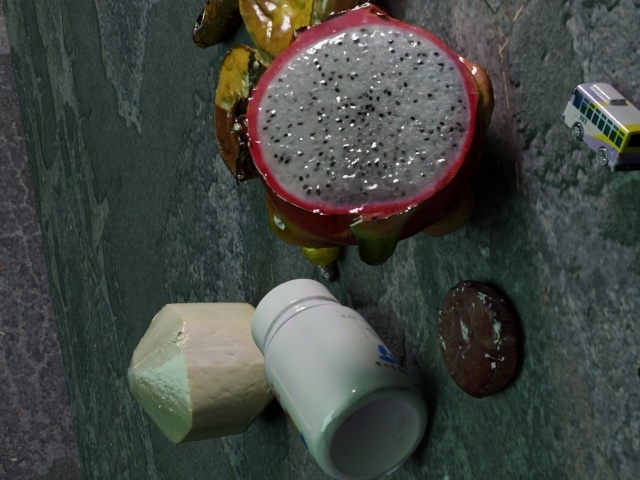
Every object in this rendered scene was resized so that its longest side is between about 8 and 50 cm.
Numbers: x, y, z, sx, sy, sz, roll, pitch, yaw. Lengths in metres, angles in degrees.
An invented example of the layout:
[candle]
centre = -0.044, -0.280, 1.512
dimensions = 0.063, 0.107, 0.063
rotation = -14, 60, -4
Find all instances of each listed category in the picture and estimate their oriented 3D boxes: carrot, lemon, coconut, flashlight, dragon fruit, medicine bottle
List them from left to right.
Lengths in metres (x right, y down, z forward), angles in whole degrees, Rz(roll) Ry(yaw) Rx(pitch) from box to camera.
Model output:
[coconut]
centre = -0.202, 0.217, 2.286
dimensions = 0.239, 0.244, 0.239
rotation = 20, 112, 62
[carrot]
centre = -0.160, -0.395, 2.302
dimensions = 0.229, 0.069, 0.069
rotation = -45, 54, 57
[flashlight]
centre = -0.003, 0.017, 2.076
dimensions = 0.031, 0.052, 0.110
rotation = -41, 56, 17
[lemon]
centre = 0.000, 0.000, 2.030
dimensions = 0.062, 0.062, 0.083
rotation = -32, 68, 62
[medicine bottle]
centre = 0.015, 0.186, 1.902
dimensions = 0.293, 0.170, 0.170
rotation = 50, 138, 49
[dragon fruit]
centre = 0.063, -0.110, 1.665
dimensions = 0.226, 0.305, 0.305
rotation = 72, -178, -67

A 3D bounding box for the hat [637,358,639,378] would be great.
[hat]
centre = 0.349, 0.139, 1.346
dimensions = 0.087, 0.042, 0.058
rotation = 48, 154, -1

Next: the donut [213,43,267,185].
[donut]
centre = -0.108, -0.215, 2.197
dimensions = 0.141, 0.085, 0.217
rotation = -134, 46, -54

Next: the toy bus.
[toy bus]
centre = 0.294, -0.118, 1.391
dimensions = 0.102, 0.052, 0.058
rotation = 55, 140, 44

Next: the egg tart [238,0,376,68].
[egg tart]
centre = -0.005, -0.384, 1.896
dimensions = 0.341, 0.129, 0.341
rotation = 177, 90, -65

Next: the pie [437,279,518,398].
[pie]
centre = 0.192, 0.120, 1.670
dimensions = 0.154, 0.036, 0.154
rotation = 175, 90, -65
